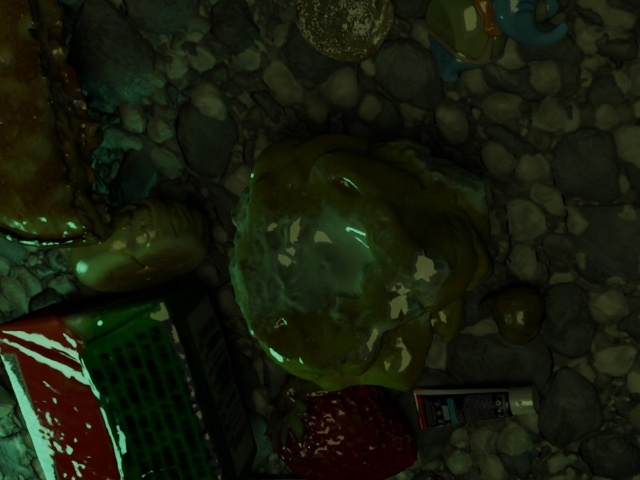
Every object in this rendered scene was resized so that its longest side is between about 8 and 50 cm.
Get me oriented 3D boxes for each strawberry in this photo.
[{"bbox_3d":[0.045,0.293,1.487,0.244,0.205,0.205,30,116,-24],"label":"strawberry"}]

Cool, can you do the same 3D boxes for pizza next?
[{"bbox_3d":[-0.432,-0.204,1.394,0.440,0.130,0.406,21,99,25],"label":"pizza"}]

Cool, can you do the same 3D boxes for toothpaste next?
[{"bbox_3d":[0.239,0.253,1.488,0.193,0.045,0.071,-10,100,22],"label":"toothpaste"}]

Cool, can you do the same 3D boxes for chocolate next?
[{"bbox_3d":[-0.296,0.246,1.508,0.341,0.161,0.360,-8,107,24],"label":"chocolate"}]

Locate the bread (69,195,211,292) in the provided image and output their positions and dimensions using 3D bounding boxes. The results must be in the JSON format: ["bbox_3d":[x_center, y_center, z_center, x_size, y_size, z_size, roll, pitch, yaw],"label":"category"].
[{"bbox_3d":[-0.269,0.004,1.435,0.213,0.213,0.104,-28,64,20],"label":"bread"}]

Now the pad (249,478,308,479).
[{"bbox_3d":[-0.117,0.485,1.659,0.267,0.004,0.181,-5,117,14],"label":"pad"}]

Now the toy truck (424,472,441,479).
[{"bbox_3d":[0.168,0.421,1.570,0.024,0.032,0.083,31,115,-6],"label":"toy truck"}]

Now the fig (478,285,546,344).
[{"bbox_3d":[0.282,0.102,1.404,0.098,0.082,0.084,26,150,18],"label":"fig"}]

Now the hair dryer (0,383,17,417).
[{"bbox_3d":[-0.674,0.257,1.679,0.237,0.075,0.206,-27,110,28],"label":"hair dryer"}]

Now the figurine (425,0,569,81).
[{"bbox_3d":[0.233,-0.329,1.222,0.180,0.154,0.262,6,129,0],"label":"figurine"}]

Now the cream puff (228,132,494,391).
[{"bbox_3d":[0.070,0.027,1.320,0.378,0.275,0.378,1,93,26],"label":"cream puff"}]

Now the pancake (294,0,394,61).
[{"bbox_3d":[0.034,-0.315,1.320,0.139,0.022,0.139,4,111,11],"label":"pancake"}]
